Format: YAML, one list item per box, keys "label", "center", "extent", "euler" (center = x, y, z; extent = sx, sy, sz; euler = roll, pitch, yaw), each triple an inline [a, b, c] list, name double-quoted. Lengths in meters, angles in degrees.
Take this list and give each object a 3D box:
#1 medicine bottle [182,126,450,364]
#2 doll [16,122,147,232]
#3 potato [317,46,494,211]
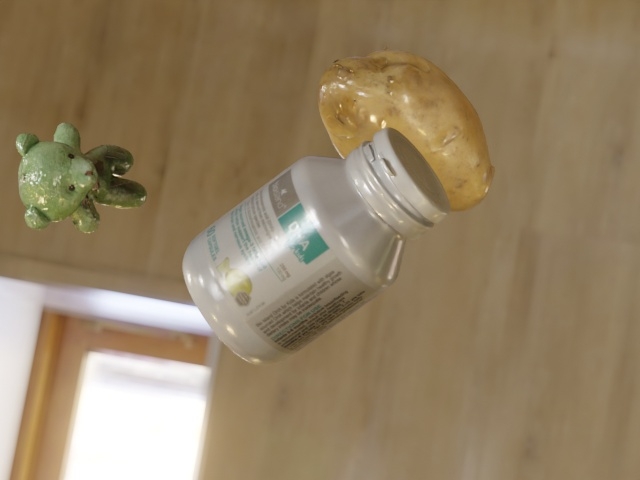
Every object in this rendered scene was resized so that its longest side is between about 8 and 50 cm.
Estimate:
- label: "medicine bottle"
  center: [0.000, 0.000, 1.582]
  extent: [0.215, 0.135, 0.135]
  euler: [-36, 154, 17]
- label: "doll"
  center: [-0.232, -0.065, 1.820]
  extent: [0.077, 0.115, 0.150]
  euler: [-17, 174, 38]
- label: "potato"
  center: [0.101, -0.127, 2.044]
  extent: [0.235, 0.128, 0.161]
  euler: [28, 144, -11]
